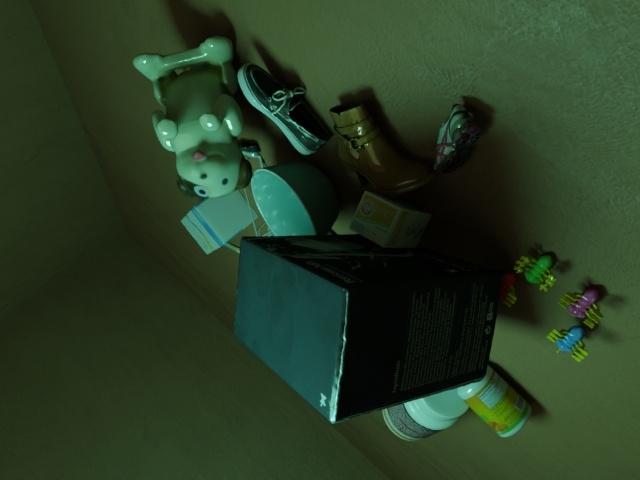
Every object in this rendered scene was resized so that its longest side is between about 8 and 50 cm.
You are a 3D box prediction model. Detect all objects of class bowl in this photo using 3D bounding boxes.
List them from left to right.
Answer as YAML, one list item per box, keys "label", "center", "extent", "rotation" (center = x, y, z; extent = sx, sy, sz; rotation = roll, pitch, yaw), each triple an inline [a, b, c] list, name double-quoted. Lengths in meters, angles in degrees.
- label: "bowl"
  center: [-0.060, -0.124, 1.510]
  extent: [0.311, 0.163, 0.311]
  rotation: [39, 151, 27]

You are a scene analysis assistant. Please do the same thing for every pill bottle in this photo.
- label: "pill bottle"
  center: [0.377, 0.575, 1.726]
  extent: [0.224, 0.224, 0.392]
  rotation: [41, 152, 14]
- label: "pill bottle"
  center: [0.514, 0.472, 1.495]
  extent: [0.245, 0.136, 0.136]
  rotation: [44, 152, 7]

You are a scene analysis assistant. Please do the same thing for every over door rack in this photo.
- label: "over door rack"
  center: [-0.205, -0.143, 1.787]
  extent: [0.239, 0.108, 0.324]
  rotation: [-22, 93, 61]

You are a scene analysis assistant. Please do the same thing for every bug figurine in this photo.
- label: "bug figurine"
  center: [0.530, 0.142, 1.129]
  extent: [0.279, 0.072, 0.216]
  rotation: [43, 146, 20]

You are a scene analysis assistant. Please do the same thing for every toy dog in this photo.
- label: "toy dog"
  center: [-0.361, -0.325, 1.451]
  extent: [0.395, 0.284, 0.408]
  rotation: [127, 131, -80]

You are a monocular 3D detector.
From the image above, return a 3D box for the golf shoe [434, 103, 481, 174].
- label: "golf shoe"
  center: [0.288, -0.214, 1.046]
  extent: [0.186, 0.067, 0.086]
  rotation: [104, 151, -62]

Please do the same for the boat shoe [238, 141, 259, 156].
- label: "boat shoe"
  center: [-0.265, -0.326, 1.691]
  extent: [0.142, 0.049, 0.040]
  rotation: [19, 122, 40]

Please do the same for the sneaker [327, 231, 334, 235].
- label: "sneaker"
  center: [0.000, 0.000, 1.688]
  extent: [0.235, 0.090, 0.095]
  rotation: [44, 161, 11]

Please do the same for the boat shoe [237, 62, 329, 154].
- label: "boat shoe"
  center: [-0.095, -0.371, 1.322]
  extent: [0.306, 0.113, 0.105]
  rotation: [51, 146, -11]

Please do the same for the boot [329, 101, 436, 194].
- label: "boot"
  center: [0.144, -0.237, 1.186]
  extent: [0.283, 0.109, 0.220]
  rotation: [21, 138, 53]

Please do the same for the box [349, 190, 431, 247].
- label: "box"
  center: [0.181, -0.050, 1.225]
  extent: [0.114, 0.203, 0.103]
  rotation: [31, 105, 29]

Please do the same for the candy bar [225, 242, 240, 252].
- label: "candy bar"
  center: [-0.449, 0.031, 2.420]
  extent: [0.161, 0.018, 0.040]
  rotation: [22, 142, 39]

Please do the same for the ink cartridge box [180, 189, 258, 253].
- label: "ink cartridge box"
  center: [-0.437, -0.091, 2.059]
  extent: [0.197, 0.198, 0.270]
  rotation: [52, 151, -9]

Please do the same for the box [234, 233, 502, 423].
- label: "box"
  center: [0.098, 0.168, 1.216]
  extent: [0.480, 0.472, 0.297]
  rotation: [20, 110, 53]
